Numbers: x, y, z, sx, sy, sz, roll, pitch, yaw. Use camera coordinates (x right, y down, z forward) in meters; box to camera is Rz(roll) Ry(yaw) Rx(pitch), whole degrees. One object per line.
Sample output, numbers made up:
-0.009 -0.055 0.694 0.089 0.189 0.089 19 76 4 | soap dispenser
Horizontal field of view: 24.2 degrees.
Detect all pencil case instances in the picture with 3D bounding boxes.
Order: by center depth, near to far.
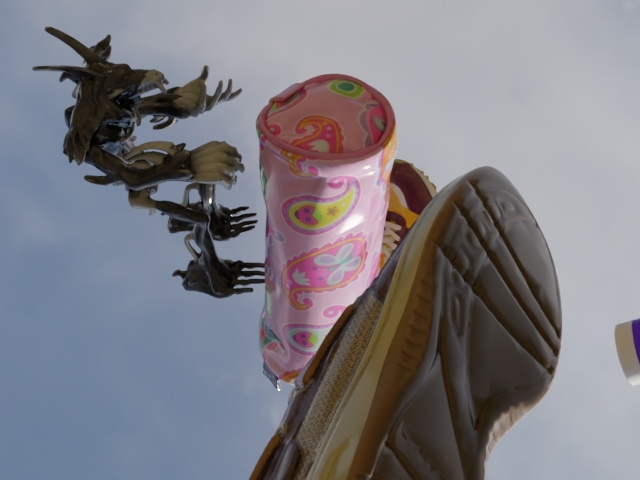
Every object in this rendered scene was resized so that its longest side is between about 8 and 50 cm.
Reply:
0.000 0.000 1.273 0.124 0.284 0.124 1 -137 -1 | pencil case

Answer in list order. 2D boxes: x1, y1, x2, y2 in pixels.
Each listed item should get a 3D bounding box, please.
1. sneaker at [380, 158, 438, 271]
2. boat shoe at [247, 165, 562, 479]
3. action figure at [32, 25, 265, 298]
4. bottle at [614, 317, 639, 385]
0.075 0.018 1.409 0.084 0.185 0.069 -21 -163 -26 | sneaker
0.033 0.082 0.788 0.123 0.123 0.342 -20 -152 34 | boat shoe
-0.128 -0.081 1.278 0.141 0.276 0.164 -18 -136 15 | action figure
0.437 0.081 1.485 0.283 0.118 0.092 -16 -119 20 | bottle
